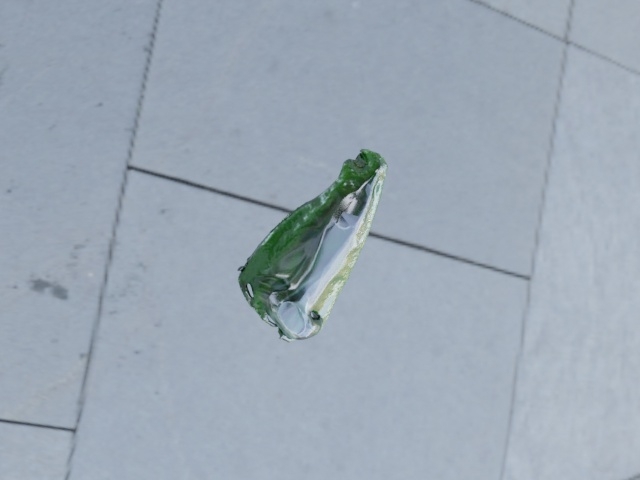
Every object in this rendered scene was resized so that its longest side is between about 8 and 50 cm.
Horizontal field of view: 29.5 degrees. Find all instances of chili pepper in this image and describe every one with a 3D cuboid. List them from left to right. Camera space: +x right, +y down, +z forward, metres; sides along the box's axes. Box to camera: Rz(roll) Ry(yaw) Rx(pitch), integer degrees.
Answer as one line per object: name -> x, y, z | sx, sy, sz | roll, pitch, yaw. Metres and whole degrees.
chili pepper -> -0.001, 0.000, 1.258 | 0.108, 0.062, 0.216 | 30, 90, -19
